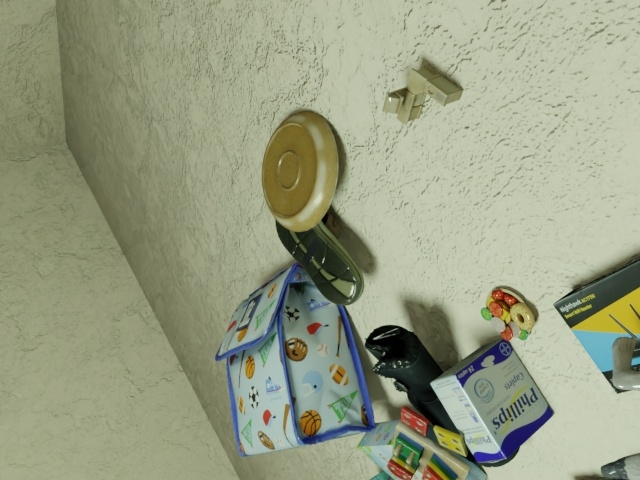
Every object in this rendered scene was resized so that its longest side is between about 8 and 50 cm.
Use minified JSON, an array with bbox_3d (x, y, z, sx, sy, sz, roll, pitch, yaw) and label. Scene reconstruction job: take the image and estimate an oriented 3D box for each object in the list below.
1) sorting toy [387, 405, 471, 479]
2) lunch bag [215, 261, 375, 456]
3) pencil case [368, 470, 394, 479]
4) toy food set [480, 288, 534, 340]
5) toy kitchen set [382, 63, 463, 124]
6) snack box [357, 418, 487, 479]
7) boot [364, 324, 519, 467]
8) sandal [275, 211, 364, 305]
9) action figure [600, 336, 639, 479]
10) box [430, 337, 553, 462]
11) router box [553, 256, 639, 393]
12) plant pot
[{"bbox_3d":[0.174,0.377,0.935,0.132,0.046,0.274,28,146,24],"label":"sorting toy"},{"bbox_3d":[-0.082,0.274,1.284,0.328,0.239,0.385,-35,60,51],"label":"lunch bag"},{"bbox_3d":[0.178,0.619,1.322,0.064,0.070,0.151,-52,57,19],"label":"pencil case"},{"bbox_3d":[0.279,0.111,0.831,0.083,0.020,0.082,46,145,30],"label":"toy food set"},{"bbox_3d":[0.139,-0.188,0.788,0.075,0.068,0.083,47,146,29],"label":"toy kitchen set"},{"bbox_3d":[0.193,0.436,1.105,0.174,0.070,0.207,42,151,-2],"label":"snack box"},{"bbox_3d":[0.192,0.252,0.928,0.207,0.094,0.246,51,167,-34],"label":"boot"},{"bbox_3d":[0.000,0.002,1.122,0.120,0.086,0.303,-51,59,37],"label":"sandal"},{"bbox_3d":[0.445,0.242,0.481,0.341,0.178,0.330,65,161,-12],"label":"action figure"},{"bbox_3d":[0.261,0.241,0.850,0.137,0.126,0.072,59,148,10],"label":"box"},{"bbox_3d":[0.375,0.091,0.636,0.133,0.046,0.179,58,150,14],"label":"router box"},{"bbox_3d":[-0.052,-0.134,1.085,0.236,0.032,0.236,1,91,51],"label":"plant pot"}]
